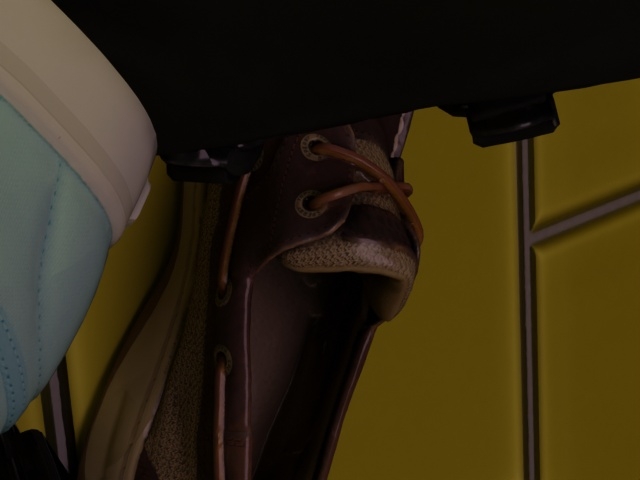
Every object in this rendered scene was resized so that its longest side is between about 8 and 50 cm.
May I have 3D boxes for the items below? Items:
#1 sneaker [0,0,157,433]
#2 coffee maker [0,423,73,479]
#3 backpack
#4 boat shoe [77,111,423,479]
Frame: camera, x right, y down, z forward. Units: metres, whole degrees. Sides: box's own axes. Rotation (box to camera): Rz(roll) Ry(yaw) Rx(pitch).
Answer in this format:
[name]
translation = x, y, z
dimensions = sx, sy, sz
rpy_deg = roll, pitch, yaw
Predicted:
[sneaker]
translation = -0.181, -0.049, 0.411
dimensions = 0.366, 0.135, 0.150
rpy_deg = 39, 58, -40
[coffee maker]
translation = -0.103, 0.170, 0.683
dimensions = 0.120, 0.171, 0.178
rpy_deg = -48, 130, -22
[backpack]
translation = 0.005, -0.231, 0.577
dimensions = 0.273, 0.290, 0.355
rpy_deg = 59, 40, -37
[boat shoe]
translation = 0.000, 0.000, 0.775
dimensions = 0.123, 0.123, 0.342
rpy_deg = 27, 82, -45
